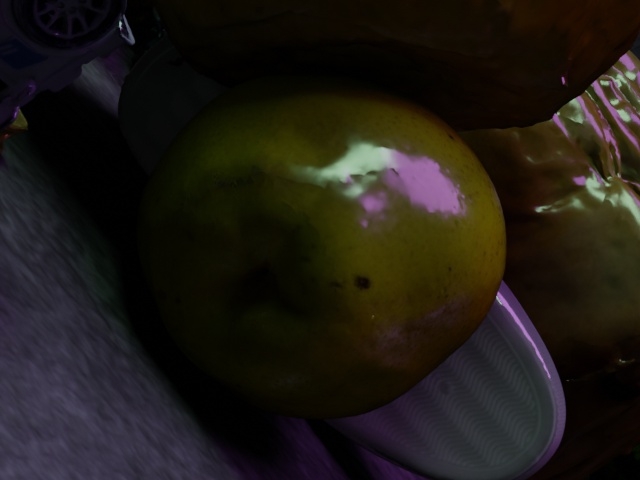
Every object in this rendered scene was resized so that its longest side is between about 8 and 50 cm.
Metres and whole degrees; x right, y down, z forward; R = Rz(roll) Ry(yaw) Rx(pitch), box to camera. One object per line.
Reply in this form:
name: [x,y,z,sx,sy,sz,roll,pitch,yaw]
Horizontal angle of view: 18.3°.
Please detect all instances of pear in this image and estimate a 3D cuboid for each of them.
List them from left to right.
pear: [-0.001,-0.001,1.044,0.198,0.198,0.198,47,12,-13]

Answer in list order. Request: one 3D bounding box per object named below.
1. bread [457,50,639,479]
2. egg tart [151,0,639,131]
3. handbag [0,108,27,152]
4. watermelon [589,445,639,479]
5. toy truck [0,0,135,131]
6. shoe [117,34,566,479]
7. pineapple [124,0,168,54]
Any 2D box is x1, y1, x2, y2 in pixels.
bread: [0.142,0.005,1.369,0.324,0.277,0.167,54,16,3]
egg tart: [0.039,-0.160,1.088,0.388,0.388,0.169,32,63,-58]
handbag: [-0.186,-0.085,1.002,0.083,0.027,0.061,57,13,27]
watermelon: [0.351,0.177,1.675,0.269,0.269,0.269,47,12,-13]
toy truck: [-0.208,-0.144,0.798,0.268,0.155,0.124,44,13,-42]
shoe: [0.027,0.019,1.232,0.363,0.132,0.160,47,10,25]
pineapple: [-0.097,-0.169,1.422,0.083,0.103,0.221,43,12,-34]
